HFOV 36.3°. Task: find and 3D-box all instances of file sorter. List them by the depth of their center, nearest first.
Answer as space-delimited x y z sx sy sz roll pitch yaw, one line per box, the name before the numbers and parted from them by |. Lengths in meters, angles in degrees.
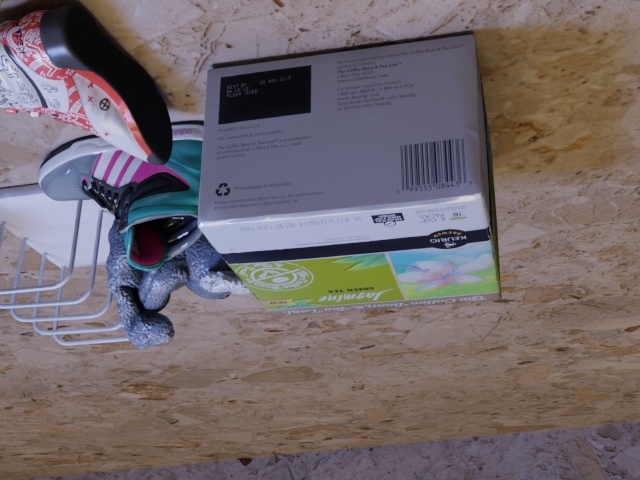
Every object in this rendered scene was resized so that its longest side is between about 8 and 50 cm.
file sorter | -0.406 0.047 1.561 0.193 0.173 0.277 -5 156 15

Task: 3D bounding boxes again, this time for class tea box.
tea box | 0.052 -0.064 1.239 0.329 0.220 0.323 -5 156 13

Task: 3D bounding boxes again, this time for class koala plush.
koala plush | -0.201 0.037 1.521 0.221 0.196 0.203 -5 126 14

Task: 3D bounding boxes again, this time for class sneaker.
sneaker | -0.293 -0.173 1.168 0.145 0.090 0.270 -7 151 19
sneaker | -0.265 -0.045 1.340 0.296 0.178 0.124 -10 154 23
